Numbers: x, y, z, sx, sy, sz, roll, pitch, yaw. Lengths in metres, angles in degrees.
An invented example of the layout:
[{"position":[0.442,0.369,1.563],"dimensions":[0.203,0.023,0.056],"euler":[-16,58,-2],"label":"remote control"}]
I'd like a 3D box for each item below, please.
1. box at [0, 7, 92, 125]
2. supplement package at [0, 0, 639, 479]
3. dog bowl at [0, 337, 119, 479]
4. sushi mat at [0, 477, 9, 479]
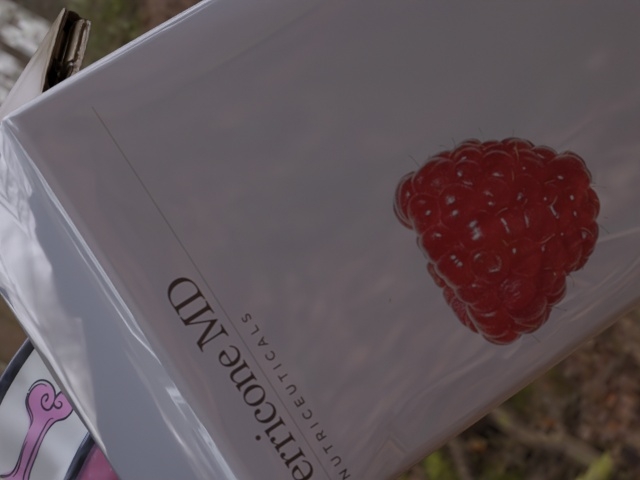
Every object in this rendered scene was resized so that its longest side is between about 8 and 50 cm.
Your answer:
[{"position":[-0.196,-0.027,1.035],"dimensions":[0.201,0.021,0.164],"euler":[-54,16,18],"label":"box"},{"position":[0.033,-0.027,0.706],"dimensions":[0.293,0.177,0.175],"euler":[-33,1,-20],"label":"supplement package"},{"position":[-0.106,0.205,1.613],"dimensions":[0.408,0.150,0.408],"euler":[-24,-50,-33],"label":"dog bowl"},{"position":[-0.123,0.176,0.859],"dimensions":[0.019,0.316,0.151],"euler":[-62,-18,-51],"label":"sushi mat"}]
